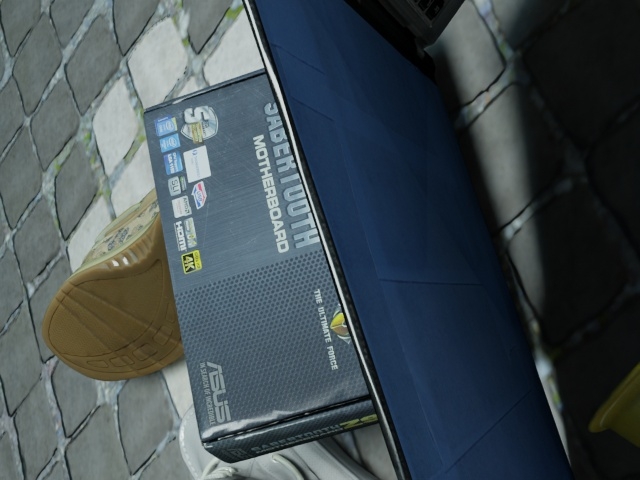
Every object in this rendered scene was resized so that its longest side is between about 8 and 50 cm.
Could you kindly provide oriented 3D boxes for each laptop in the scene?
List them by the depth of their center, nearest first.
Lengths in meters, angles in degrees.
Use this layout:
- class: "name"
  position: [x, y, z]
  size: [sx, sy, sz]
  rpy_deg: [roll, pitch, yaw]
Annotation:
- class: "laptop"
  position: [0.119, -0.098, 0.481]
  size: [0.236, 0.382, 0.408]
  rpy_deg: [37, 97, 13]

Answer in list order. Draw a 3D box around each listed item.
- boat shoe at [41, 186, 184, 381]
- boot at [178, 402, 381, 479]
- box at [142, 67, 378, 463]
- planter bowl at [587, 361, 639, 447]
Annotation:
- class: "boat shoe"
  position: [-0.110, 0.012, 0.919]
  size: [0.285, 0.104, 0.089]
  rpy_deg: [-38, 19, 34]
- class: "boot"
  position: [-0.050, 0.161, 0.786]
  size: [0.258, 0.123, 0.095]
  rpy_deg: [22, 100, 49]
- class: "box"
  position: [0.000, 0.000, 0.735]
  size: [0.183, 0.059, 0.232]
  rpy_deg: [-16, 67, 8]
- class: "planter bowl"
  position: [0.214, 0.038, 0.450]
  size: [0.090, 0.217, 0.217]
  rpy_deg: [52, 124, 19]
